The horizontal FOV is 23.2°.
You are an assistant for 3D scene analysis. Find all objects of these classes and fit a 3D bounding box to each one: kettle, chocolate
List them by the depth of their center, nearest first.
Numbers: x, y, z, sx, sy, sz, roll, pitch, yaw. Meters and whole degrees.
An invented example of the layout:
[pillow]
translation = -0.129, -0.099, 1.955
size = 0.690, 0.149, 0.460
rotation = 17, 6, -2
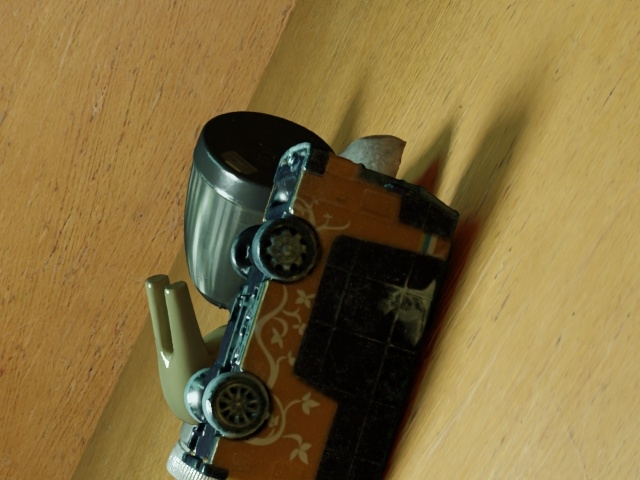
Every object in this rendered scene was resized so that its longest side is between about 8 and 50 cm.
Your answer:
[chocolate]
translation = 0.000, 0.000, 1.775
size = 0.303, 0.100, 0.185
rotation = -49, 17, 59
[kettle]
translation = -0.090, -0.009, 2.217
size = 0.207, 0.251, 0.271
rotation = -33, -29, -52

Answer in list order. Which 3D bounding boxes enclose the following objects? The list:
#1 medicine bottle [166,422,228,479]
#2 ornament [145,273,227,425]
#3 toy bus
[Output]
[medicine bottle]
translation = -0.132, 0.236, 2.088
size = 0.132, 0.088, 0.188
rotation = -116, 49, -76
[ornament]
translation = -0.071, 0.118, 1.643
size = 0.061, 0.230, 0.245
rotation = 16, 122, 42
[toy bus]
translation = -0.002, 0.086, 1.495
size = 0.162, 0.194, 0.323
rotation = 166, 123, -77
